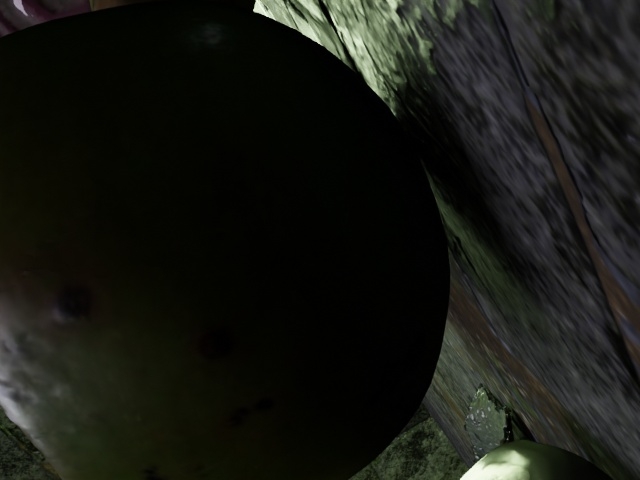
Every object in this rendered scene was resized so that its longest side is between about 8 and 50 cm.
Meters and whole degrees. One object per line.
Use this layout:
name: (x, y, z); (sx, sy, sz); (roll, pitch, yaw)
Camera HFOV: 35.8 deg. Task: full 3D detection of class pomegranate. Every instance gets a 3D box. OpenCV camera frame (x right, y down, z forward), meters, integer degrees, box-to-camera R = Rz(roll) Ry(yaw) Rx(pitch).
pomegranate: (-0.043, -0.023, 0.538); (0.309, 0.216, 0.358); (59, -153, -63)

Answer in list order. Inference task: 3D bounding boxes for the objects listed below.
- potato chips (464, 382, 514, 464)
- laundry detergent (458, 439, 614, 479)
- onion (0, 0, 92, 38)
potato chips: (0.181, 0.220, 0.960); (0.167, 0.059, 0.228); (62, -177, -2)
laundry detergent: (0.115, 0.220, 0.522); (0.091, 0.181, 0.253); (35, -172, -10)
onion: (-0.201, -0.210, 0.854); (0.230, 0.272, 0.256); (44, -141, -35)
